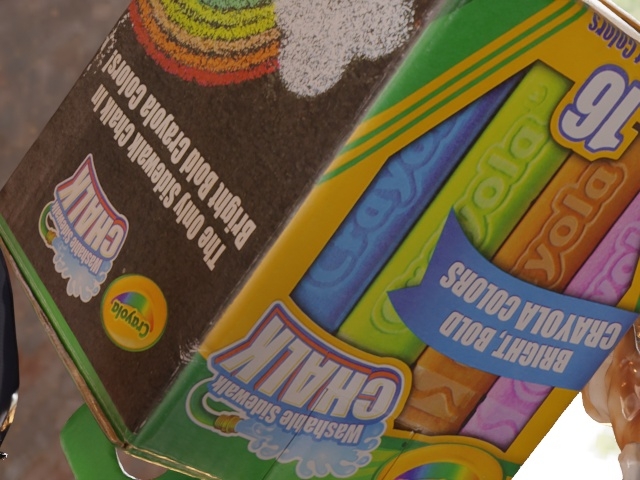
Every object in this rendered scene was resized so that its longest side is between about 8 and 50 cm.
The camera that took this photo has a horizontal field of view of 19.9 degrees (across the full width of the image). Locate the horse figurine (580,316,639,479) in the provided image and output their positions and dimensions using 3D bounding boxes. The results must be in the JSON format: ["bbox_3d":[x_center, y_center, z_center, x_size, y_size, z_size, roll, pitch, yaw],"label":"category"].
[{"bbox_3d":[0.187,0.064,1.109,0.263,0.066,0.174,-97,4,-80],"label":"horse figurine"}]

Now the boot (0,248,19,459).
[{"bbox_3d":[-0.125,0.091,0.561,0.106,0.082,0.219,-40,-42,-38],"label":"boot"}]

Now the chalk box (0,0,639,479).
[{"bbox_3d":[0.000,0.000,0.735,0.179,0.180,0.289,25,-73,-38],"label":"chalk box"}]
